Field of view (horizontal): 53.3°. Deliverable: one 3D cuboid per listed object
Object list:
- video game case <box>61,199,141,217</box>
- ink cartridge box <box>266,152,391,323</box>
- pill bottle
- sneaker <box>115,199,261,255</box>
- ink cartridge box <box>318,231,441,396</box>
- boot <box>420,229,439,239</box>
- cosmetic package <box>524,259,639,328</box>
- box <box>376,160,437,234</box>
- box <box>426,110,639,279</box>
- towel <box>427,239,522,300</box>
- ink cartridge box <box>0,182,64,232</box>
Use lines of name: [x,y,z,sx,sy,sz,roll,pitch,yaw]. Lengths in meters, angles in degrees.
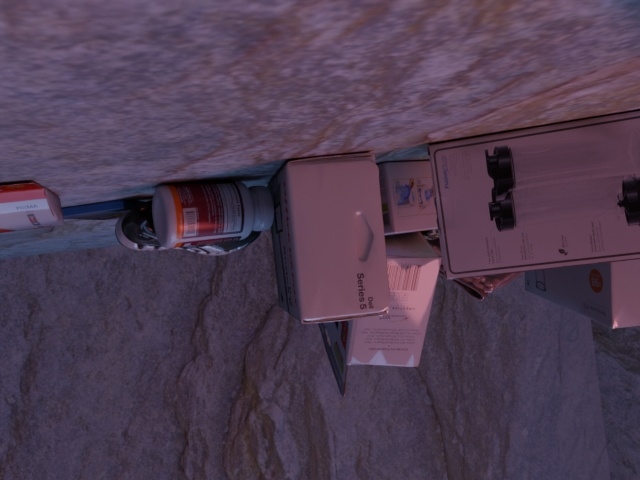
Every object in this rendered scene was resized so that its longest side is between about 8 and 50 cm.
video game case: [-0.345,-0.049,1.052,0.119,0.015,0.166,-8,179,8]
ink cartridge box: [0.000,0.000,0.882,0.115,0.198,0.273,-6,179,-10]
pill bottle: [-0.146,-0.038,0.875,0.152,0.085,0.086,-6,179,-29]
sneaker: [-0.195,-0.026,1.003,0.235,0.078,0.106,1,160,-25]
ink cartridge box: [0.084,0.084,1.145,0.130,0.271,0.309,3,-157,-11]
boot: [0.290,-0.067,1.283,0.285,0.138,0.377,-1,-172,-15]
cosmetic package: [0.544,0.000,1.337,0.098,0.284,0.377,-7,-173,-6]
box: [0.152,-0.066,0.991,0.203,0.103,0.114,-7,179,-32]
box: [0.285,-0.054,0.764,0.290,0.169,0.087,-9,-178,16]
towel: [0.280,-0.003,1.405,0.332,0.053,0.317,35,-154,22]
ink cartridge box: [-0.385,-0.032,0.736,0.146,0.045,0.179,-8,-178,-14]
